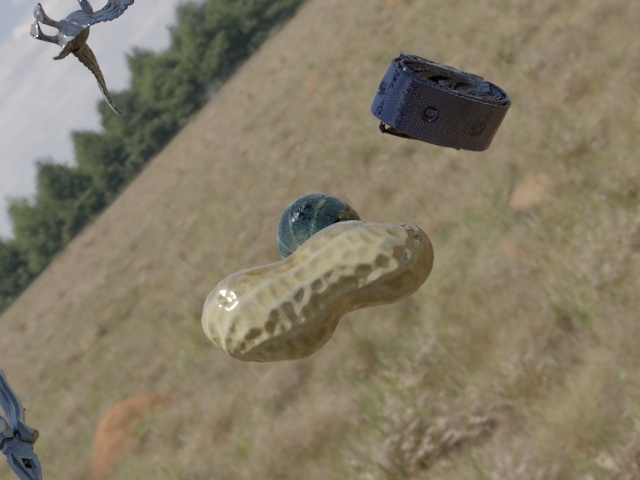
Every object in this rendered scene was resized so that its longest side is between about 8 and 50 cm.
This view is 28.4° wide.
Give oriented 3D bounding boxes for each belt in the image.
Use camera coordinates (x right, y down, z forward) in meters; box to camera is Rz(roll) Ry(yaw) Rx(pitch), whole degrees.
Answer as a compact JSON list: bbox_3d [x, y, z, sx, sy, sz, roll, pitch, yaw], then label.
[{"bbox_3d":[0.195,-0.217,2.099,0.126,0.230,0.140,-66,29,25],"label":"belt"}]

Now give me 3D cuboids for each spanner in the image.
[{"bbox_3d":[-0.534,0.315,2.156,0.325,0.095,0.040,48,115,45],"label":"spanner"}]

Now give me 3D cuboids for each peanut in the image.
[{"bbox_3d":[-0.001,0.062,1.551,0.298,0.136,0.120,-26,-18,-2],"label":"peanut"}]

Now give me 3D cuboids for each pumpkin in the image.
[{"bbox_3d":[0.000,-0.001,2.459,0.190,0.190,0.146,-42,-2,25],"label":"pumpkin"}]

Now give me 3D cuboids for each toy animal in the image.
[{"bbox_3d":[-0.396,-0.362,2.082,0.160,0.197,0.273,-10,-40,-43],"label":"toy animal"}]
